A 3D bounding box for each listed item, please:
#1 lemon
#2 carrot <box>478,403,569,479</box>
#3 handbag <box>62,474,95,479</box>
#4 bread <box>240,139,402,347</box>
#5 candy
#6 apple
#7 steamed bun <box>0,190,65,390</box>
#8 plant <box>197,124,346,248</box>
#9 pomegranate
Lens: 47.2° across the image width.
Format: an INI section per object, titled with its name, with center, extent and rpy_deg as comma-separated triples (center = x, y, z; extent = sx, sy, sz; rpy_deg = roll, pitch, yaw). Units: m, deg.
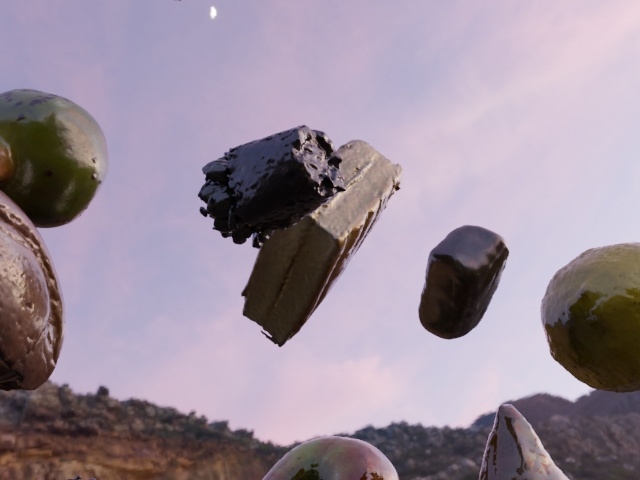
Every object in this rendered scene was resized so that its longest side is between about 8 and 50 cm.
[lemon]
center = 0.536, 0.135, 1.288
extent = 0.268, 0.268, 0.322
rpy_deg = -5, -9, -15
[carrot]
center = 0.101, 0.203, 0.308
extent = 0.101, 0.263, 0.102
rpy_deg = -6, -10, -1
[handbag]
center = -0.399, 0.469, 0.967
extent = 0.257, 0.285, 0.113
rpy_deg = -5, -37, -24
[bread]
center = 0.000, 0.000, 1.068
extent = 0.111, 0.239, 0.246
rpy_deg = 34, -50, 7
[candy]
center = 0.228, 0.072, 1.193
extent = 0.104, 0.102, 0.234
rpy_deg = -43, -27, -27
[apple]
center = 0.018, 0.518, 1.343
extent = 0.309, 0.277, 0.250
rpy_deg = -33, -57, -25
[steamed bun]
center = -0.416, 0.022, 0.784
extent = 0.251, 0.199, 0.301
rpy_deg = -12, -48, 25
[plant]
center = -0.050, -0.048, 0.675
extent = 0.143, 0.095, 0.092
rpy_deg = -19, -12, 37
[pomegranate]
center = -0.391, -0.100, 0.993
extent = 0.198, 0.246, 0.198
rpy_deg = -4, -66, -10
